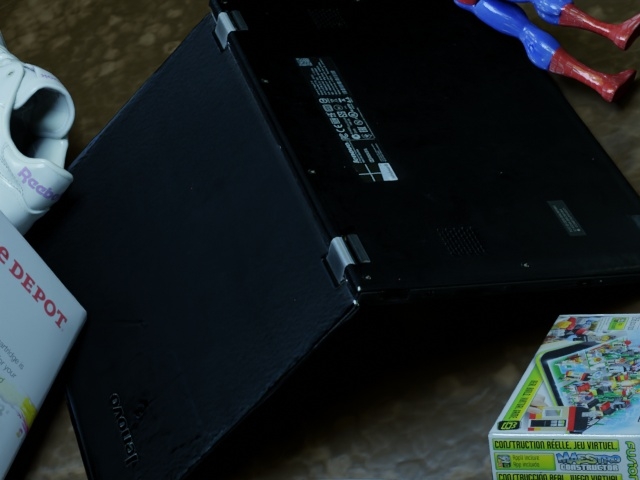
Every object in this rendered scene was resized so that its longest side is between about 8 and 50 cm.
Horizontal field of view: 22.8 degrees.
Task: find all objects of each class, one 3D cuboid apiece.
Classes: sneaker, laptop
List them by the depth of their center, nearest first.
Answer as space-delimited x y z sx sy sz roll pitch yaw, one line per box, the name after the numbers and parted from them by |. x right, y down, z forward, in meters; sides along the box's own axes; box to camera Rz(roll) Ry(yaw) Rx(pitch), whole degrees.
0.000 0.000 1.269 0.408 0.236 0.382 -4 41 -20 | laptop
-0.279 -0.121 1.415 0.152 0.114 0.305 -35 50 21 | sneaker

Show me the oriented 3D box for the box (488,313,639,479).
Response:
0.187 0.098 1.012 0.114 0.036 0.207 -2 17 21 | box

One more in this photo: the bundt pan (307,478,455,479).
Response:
-0.010 0.208 0.900 0.331 0.331 0.124 -2 85 21 | bundt pan

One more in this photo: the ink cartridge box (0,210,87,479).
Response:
-0.344 0.101 1.174 0.197 0.198 0.270 -5 46 33 | ink cartridge box

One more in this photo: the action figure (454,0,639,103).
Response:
0.154 -0.225 1.334 0.280 0.091 0.139 28 45 21 | action figure
